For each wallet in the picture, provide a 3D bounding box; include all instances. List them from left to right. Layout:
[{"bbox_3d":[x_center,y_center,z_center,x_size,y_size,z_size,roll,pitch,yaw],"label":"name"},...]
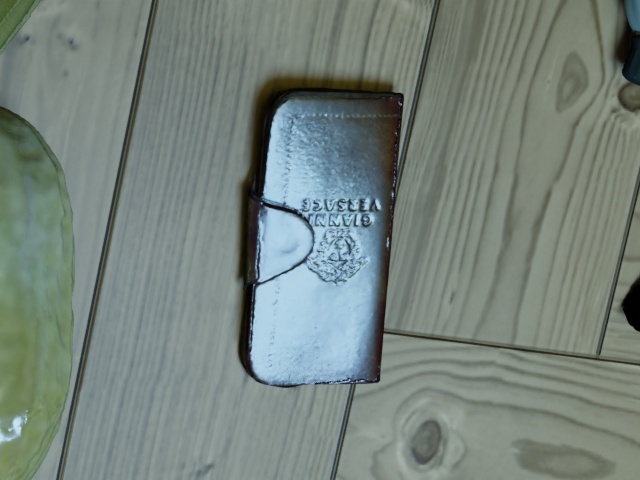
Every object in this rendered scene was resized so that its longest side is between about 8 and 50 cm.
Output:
[{"bbox_3d":[0.000,0.000,1.484,0.137,0.031,0.255,-1,102,-26],"label":"wallet"}]

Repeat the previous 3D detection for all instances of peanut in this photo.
[{"bbox_3d":[-0.260,0.067,1.270,0.174,0.158,0.340,4,76,-28],"label":"peanut"}]

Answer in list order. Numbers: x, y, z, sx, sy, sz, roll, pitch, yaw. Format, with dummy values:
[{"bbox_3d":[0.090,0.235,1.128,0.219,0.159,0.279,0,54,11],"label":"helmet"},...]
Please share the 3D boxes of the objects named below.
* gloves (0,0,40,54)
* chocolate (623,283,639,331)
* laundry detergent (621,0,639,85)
[{"bbox_3d":[-0.310,-0.150,1.232,0.331,0.141,0.154,-44,110,-14],"label":"gloves"},{"bbox_3d":[0.345,0.093,1.668,0.147,0.070,0.072,47,69,-37],"label":"chocolate"},{"bbox_3d":[0.325,-0.242,1.568,0.099,0.070,0.225,20,91,-35],"label":"laundry detergent"}]
